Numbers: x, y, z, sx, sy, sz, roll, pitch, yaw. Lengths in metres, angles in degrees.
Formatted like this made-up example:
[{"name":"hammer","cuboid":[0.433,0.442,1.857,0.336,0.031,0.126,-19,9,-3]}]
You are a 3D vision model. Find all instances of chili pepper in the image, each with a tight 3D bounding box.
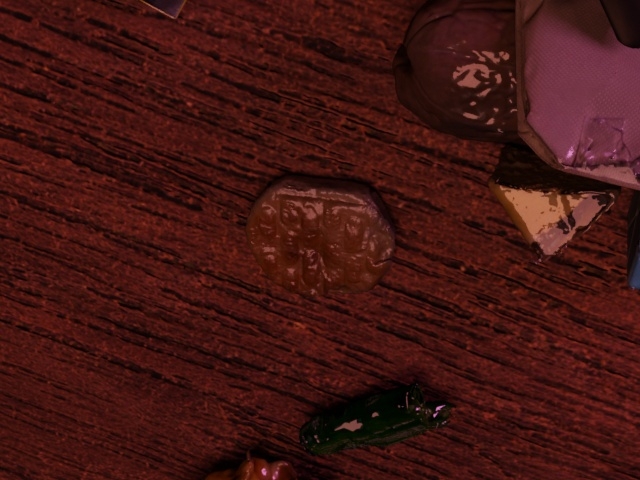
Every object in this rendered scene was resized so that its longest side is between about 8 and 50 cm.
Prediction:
[{"name":"chili pepper","cuboid":[0.078,0.248,1.872,0.224,0.061,0.098,-23,130,24]}]

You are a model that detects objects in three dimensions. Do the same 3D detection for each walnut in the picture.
[{"name":"walnut","cuboid":[0.196,-0.188,1.466,0.230,0.178,0.178,12,128,-8]}]

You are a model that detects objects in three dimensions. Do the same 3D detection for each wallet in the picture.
[{"name":"wallet","cuboid":[0.348,-0.163,1.361,0.335,0.275,0.068,15,150,2]}]

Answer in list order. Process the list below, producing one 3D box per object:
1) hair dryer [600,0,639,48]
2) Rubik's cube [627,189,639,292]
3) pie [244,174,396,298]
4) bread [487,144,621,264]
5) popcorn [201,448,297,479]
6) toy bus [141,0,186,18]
[{"name":"hair dryer","cuboid":[0.353,-0.288,1.224,0.248,0.078,0.195,-9,135,30]},{"name":"Rubik's cube","cuboid":[0.454,-0.026,1.475,0.213,0.224,0.265,13,121,5]},{"name":"pie","cuboid":[0.000,0.000,1.723,0.195,0.046,0.195,7,125,10]},{"name":"bread","cuboid":[0.276,-0.063,1.548,0.152,0.147,0.127,-28,102,23]},{"name":"popcorn","cuboid":[-0.096,0.430,1.972,0.253,0.190,0.191,-33,120,28]},{"name":"toy bus","cuboid":[-0.240,-0.343,1.524,0.226,0.074,0.081,29,128,-7]}]
